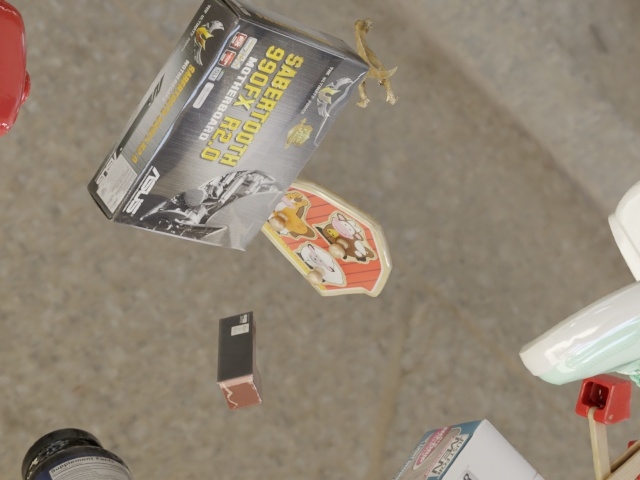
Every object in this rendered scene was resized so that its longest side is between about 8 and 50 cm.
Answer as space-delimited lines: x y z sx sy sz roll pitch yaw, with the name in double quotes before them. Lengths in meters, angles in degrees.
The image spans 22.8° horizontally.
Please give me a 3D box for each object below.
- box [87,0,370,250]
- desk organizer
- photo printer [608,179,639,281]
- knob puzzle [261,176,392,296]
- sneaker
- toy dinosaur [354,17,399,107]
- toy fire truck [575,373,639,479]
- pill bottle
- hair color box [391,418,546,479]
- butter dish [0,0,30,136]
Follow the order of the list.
"box" -0.086 -0.106 1.490 0.183 0.231 0.056 15 27 -47
"desk organizer" -0.101 0.152 2.011 0.130 0.047 0.050 -93 167 -55
"photo printer" 0.389 0.022 1.380 0.256 0.107 0.307 59 34 1
"knob puzzle" 0.000 0.000 1.764 0.213 0.213 0.030 47 61 -17
"sneaker" 0.253 0.091 0.973 0.256 0.094 0.151 -10 76 -22
"toy dinosaur" 0.060 -0.209 1.937 0.183 0.053 0.092 -108 -179 -59
"toy fire truck" 0.322 0.232 1.625 0.135 0.047 0.192 0 97 -33
"pill bottle" -0.237 0.288 1.624 0.123 0.123 0.219 32 9 -33
"hair color box" 0.193 0.344 1.440 0.347 0.105 0.174 46 61 -12
"butter dish" -0.290 -0.136 1.295 0.118 0.160 0.159 14 76 -46
